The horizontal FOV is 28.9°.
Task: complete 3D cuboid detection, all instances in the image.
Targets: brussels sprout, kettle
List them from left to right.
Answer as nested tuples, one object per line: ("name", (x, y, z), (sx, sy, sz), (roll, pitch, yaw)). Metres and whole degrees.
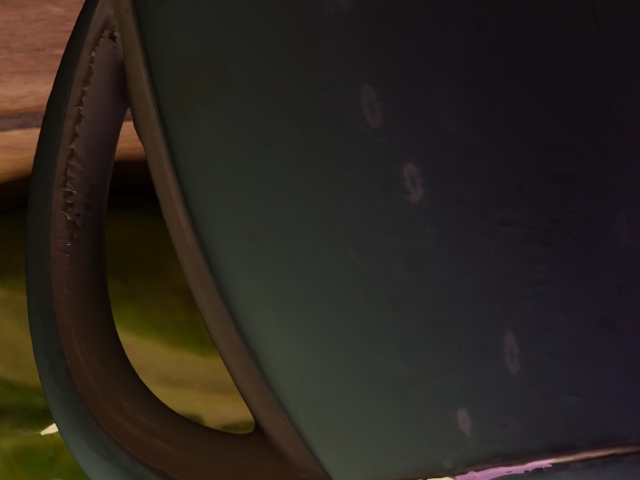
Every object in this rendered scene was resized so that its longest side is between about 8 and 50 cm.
("brussels sprout", (-0.173, 0.112, 1.026), (0.372, 0.275, 0.315), (-5, 158, 10))
("kettle", (0.018, -0.017, 0.571), (0.320, 0.342, 0.247), (-12, 166, 10))
